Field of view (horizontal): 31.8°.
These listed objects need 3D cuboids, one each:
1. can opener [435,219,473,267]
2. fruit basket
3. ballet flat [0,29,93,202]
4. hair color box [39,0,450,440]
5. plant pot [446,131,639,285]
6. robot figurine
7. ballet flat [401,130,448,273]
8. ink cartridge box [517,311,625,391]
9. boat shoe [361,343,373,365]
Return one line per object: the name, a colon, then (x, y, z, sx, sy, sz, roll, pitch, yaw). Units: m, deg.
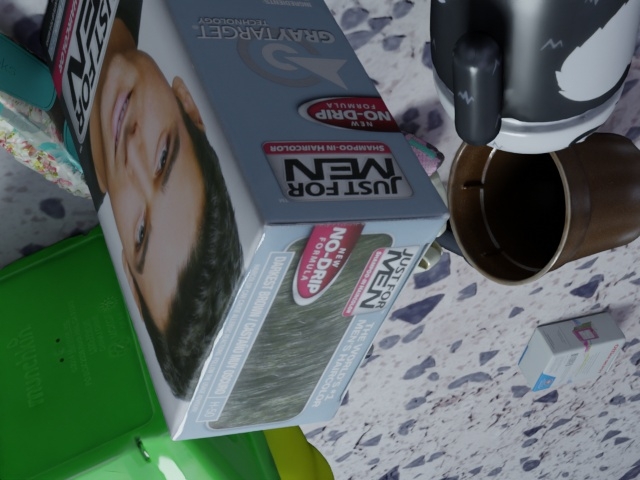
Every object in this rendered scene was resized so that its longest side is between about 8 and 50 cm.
can opener: (0.177, 0.007, 1.258, 0.073, 0.059, 0.186, -44, 141, 23)
fruit basket: (-0.149, 0.208, 1.044, 0.282, 0.392, 0.392, -25, 144, -3)
ballet flat: (-0.227, -0.097, 0.878, 0.077, 0.091, 0.241, -8, 148, 29)
hair color box: (-0.074, -0.083, 0.720, 0.113, 0.374, 0.185, -3, 138, -29)
plant pot: (0.247, -0.045, 1.164, 0.165, 0.167, 0.167, -7, 141, -37)
robot figurine: (0.177, -0.195, 0.909, 0.209, 0.174, 0.278, -17, 143, -9)
ballet flat: (0.091, -0.016, 1.151, 0.077, 0.079, 0.222, -46, 155, -34)
ink cartridge box: (0.347, 0.154, 1.552, 0.122, 0.052, 0.089, -9, 141, -21)
boat shoe: (-0.004, -0.006, 1.086, 0.156, 0.136, 0.367, -34, 134, 6)
